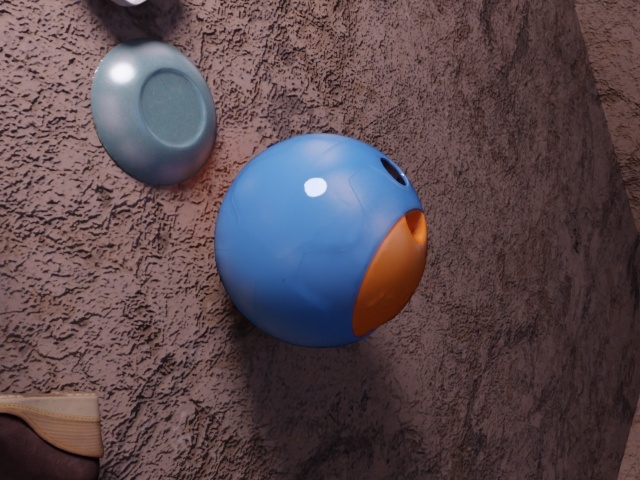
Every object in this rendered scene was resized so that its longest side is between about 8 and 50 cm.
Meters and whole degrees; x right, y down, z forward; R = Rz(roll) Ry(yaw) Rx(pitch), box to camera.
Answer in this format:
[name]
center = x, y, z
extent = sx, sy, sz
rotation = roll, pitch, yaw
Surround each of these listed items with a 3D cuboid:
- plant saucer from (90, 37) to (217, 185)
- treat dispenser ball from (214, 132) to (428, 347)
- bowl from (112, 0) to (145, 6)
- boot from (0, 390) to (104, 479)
[plant saucer]
center = -0.203, -0.170, 0.828
extent = 0.195, 0.037, 0.195
rotation = 2, 87, -47
[treat dispenser ball]
center = 0.000, 0.000, 0.857
extent = 0.288, 0.288, 0.288
rotation = 3, 86, -48
[bowl]
center = -0.248, -0.370, 0.775
extent = 0.142, 0.053, 0.142
rotation = 53, 53, -32
[boot]
center = -0.331, 0.256, 0.626
extent = 0.248, 0.090, 0.207
rotation = 17, 73, -50
